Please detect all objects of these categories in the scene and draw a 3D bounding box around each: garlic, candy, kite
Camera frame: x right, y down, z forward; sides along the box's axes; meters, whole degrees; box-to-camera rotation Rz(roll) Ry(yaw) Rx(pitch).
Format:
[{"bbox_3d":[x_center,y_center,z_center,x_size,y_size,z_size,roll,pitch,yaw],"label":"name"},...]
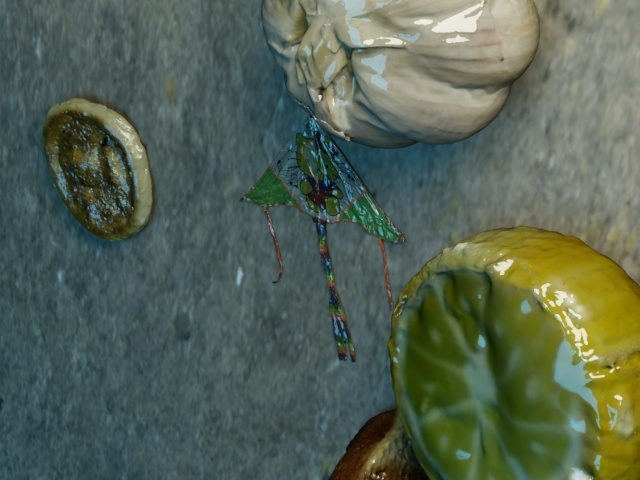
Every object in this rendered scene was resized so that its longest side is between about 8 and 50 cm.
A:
[{"bbox_3d":[0.048,-0.168,1.078,0.228,0.152,0.228,17,116,38],"label":"garlic"},{"bbox_3d":[0.163,0.114,1.139,0.260,0.118,0.260,24,122,47],"label":"candy"},{"bbox_3d":[0.000,0.000,1.313,0.198,0.006,0.244,11,118,38],"label":"kite"}]

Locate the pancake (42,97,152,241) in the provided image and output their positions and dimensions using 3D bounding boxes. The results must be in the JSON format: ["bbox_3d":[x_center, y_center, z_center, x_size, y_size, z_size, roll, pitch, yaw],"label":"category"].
[{"bbox_3d":[-0.231,-0.072,1.473,0.158,0.028,0.158,20,125,32],"label":"pancake"}]

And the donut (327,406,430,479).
[{"bbox_3d":[0.043,0.298,1.352,0.151,0.112,0.295,2,111,40],"label":"donut"}]
